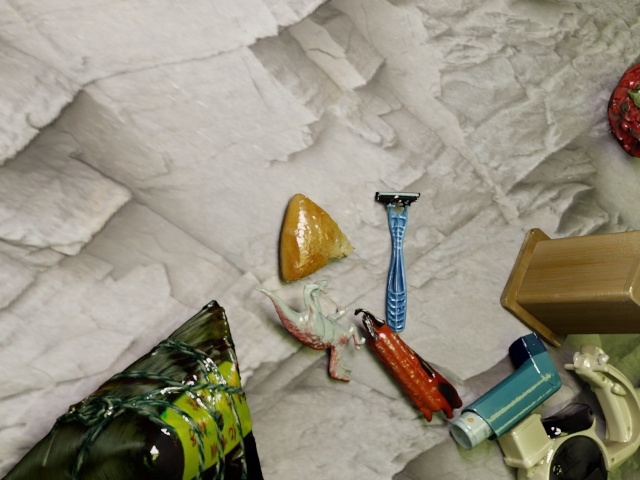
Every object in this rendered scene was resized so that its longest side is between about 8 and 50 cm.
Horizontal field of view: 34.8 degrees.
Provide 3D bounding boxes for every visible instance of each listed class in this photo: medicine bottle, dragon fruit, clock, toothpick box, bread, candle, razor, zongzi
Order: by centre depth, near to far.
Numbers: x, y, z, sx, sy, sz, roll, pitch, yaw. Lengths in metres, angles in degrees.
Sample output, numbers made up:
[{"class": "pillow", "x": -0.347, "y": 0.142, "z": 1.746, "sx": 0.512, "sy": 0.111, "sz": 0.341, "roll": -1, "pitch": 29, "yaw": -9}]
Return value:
[{"class": "zongzi", "x": -0.199, "y": 0.329, "z": 1.483, "sx": 0.383, "sy": 0.319, "sz": 0.362, "roll": -37, "pitch": 107, "yaw": -50}, {"class": "bread", "x": -0.016, "y": -0.016, "z": 1.731, "sx": 0.154, "sy": 0.054, "sz": 0.136, "roll": -25, "pitch": 98, "yaw": -37}, {"class": "candle", "x": 0.156, "y": 0.221, "z": 1.833, "sx": 0.301, "sy": 0.059, "sz": 0.084, "roll": 50, "pitch": 49, "yaw": -24}, {"class": "razor", "x": 0.140, "y": 0.039, "z": 1.843, "sx": 0.082, "sy": 0.042, "sz": 0.253, "roll": 0, "pitch": 87, "yaw": 7}, {"class": "medicine bottle", "x": 0.349, "y": 0.289, "z": 1.938, "sx": 0.258, "sy": 0.079, "sz": 0.124, "roll": -34, "pitch": 75, "yaw": -24}, {"class": "toothpick box", "x": 0.534, "y": 0.086, "z": 1.959, "sx": 0.190, "sy": 0.308, "sz": 0.187, "roll": 38, "pitch": 66, "yaw": -25}, {"class": "clock", "x": 0.536, "y": 0.374, "z": 2.049, "sx": 0.379, "sy": 0.120, "sz": 0.276, "roll": -35, "pitch": 103, "yaw": -28}, {"class": "dragon fruit", "x": 0.738, "y": -0.265, "z": 2.196, "sx": 0.293, "sy": 0.234, "sz": 0.233, "roll": 28, "pitch": 71, "yaw": -46}]

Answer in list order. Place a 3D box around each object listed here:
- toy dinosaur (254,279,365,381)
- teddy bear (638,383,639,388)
[{"class": "toy dinosaur", "x": -0.020, "y": 0.143, "z": 1.713, "sx": 0.242, "sy": 0.053, "sz": 0.167, "roll": 16, "pitch": 85, "yaw": -42}, {"class": "teddy bear", "x": 0.778, "y": 0.386, "z": 2.213, "sx": 0.171, "sy": 0.144, "sz": 0.251, "roll": -17, "pitch": 87, "yaw": -38}]
